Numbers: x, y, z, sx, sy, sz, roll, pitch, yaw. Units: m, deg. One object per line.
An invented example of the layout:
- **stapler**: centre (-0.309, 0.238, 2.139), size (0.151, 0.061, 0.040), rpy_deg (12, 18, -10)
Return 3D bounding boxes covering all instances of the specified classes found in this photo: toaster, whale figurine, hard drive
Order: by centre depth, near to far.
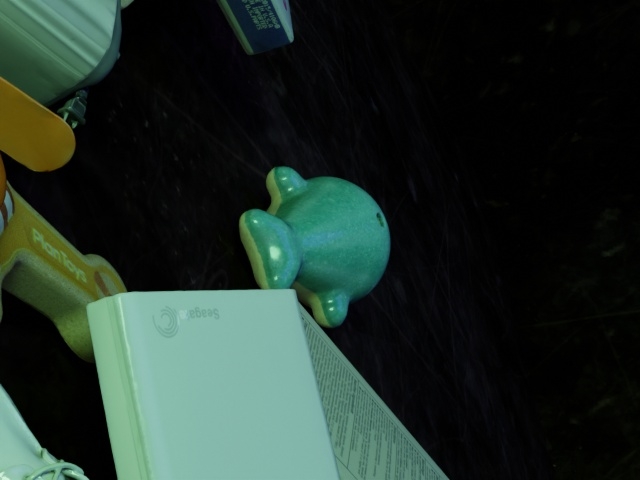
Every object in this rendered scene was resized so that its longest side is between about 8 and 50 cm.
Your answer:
- **hard drive**: centre (-0.050, 0.187, 0.589), size (0.203, 0.040, 0.307), rpy_deg (4, 70, -57)
- **toaster**: centre (-0.242, -0.200, 0.638), size (0.146, 0.129, 0.227), rpy_deg (38, 37, -49)
- **whale figurine**: centre (0.000, 0.000, 1.045), size (0.272, 0.141, 0.216), rpy_deg (-2, 72, -69)

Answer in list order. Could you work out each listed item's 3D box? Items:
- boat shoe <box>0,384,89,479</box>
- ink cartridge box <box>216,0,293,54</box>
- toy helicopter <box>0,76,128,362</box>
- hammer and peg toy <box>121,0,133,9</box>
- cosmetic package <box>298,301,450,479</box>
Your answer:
- **boat shoe**: centre (-0.170, 0.164, 0.508), size (0.226, 0.076, 0.083), rpy_deg (66, 19, -6)
- **ink cartridge box**: centre (-0.117, -0.421, 0.873), size (0.324, 0.071, 0.330), rpy_deg (56, 24, -61)
- **toy helicopter**: centre (-0.224, -0.026, 0.549), size (0.355, 0.140, 0.235), rpy_deg (59, 9, -56)
- **hammer and peg toy**: centre (-0.259, -0.417, 0.816), size (0.361, 0.127, 0.266), rpy_deg (60, 21, -24)
- **cosmetic package**: centre (0.012, 0.222, 0.814), size (0.309, 0.113, 0.160), rpy_deg (52, 23, -18)
